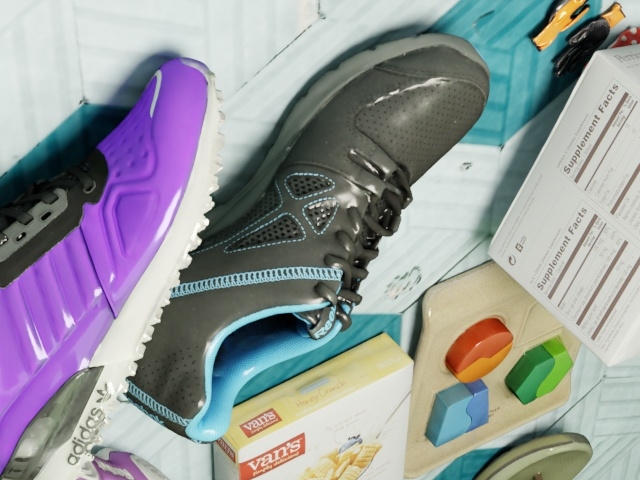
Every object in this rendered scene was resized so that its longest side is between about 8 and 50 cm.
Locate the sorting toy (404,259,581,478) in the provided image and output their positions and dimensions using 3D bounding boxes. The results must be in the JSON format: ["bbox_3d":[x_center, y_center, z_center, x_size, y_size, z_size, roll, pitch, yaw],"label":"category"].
[{"bbox_3d":[0.205,0.086,1.551,0.307,0.041,0.229,-22,140,-27],"label":"sorting toy"}]

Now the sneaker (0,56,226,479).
[{"bbox_3d":[-0.166,0.009,1.056,0.146,0.102,0.293,24,92,-15],"label":"sneaker"}]

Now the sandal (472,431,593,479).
[{"bbox_3d":[0.170,0.310,1.711,0.302,0.086,0.120,-51,144,11],"label":"sandal"}]

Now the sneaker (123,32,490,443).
[{"bbox_3d":[0.000,0.000,1.177,0.341,0.139,0.125,-42,143,-4],"label":"sneaker"}]

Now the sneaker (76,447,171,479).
[{"bbox_3d":[-0.205,0.204,1.209,0.152,0.114,0.305,-47,145,3],"label":"sneaker"}]

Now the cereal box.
[{"bbox_3d":[-0.006,0.202,1.460,0.173,0.047,0.240,-25,141,-24],"label":"cereal box"}]

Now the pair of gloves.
[{"bbox_3d":[0.195,-0.163,1.308,0.074,0.010,0.083,-46,148,2],"label":"pair of gloves"}]

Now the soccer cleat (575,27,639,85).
[{"bbox_3d":[0.233,-0.142,1.356,0.083,0.029,0.035,-34,171,-29],"label":"soccer cleat"}]

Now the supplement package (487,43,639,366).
[{"bbox_3d":[0.300,-0.045,1.386,0.262,0.145,0.204,-15,140,-45],"label":"supplement package"}]
